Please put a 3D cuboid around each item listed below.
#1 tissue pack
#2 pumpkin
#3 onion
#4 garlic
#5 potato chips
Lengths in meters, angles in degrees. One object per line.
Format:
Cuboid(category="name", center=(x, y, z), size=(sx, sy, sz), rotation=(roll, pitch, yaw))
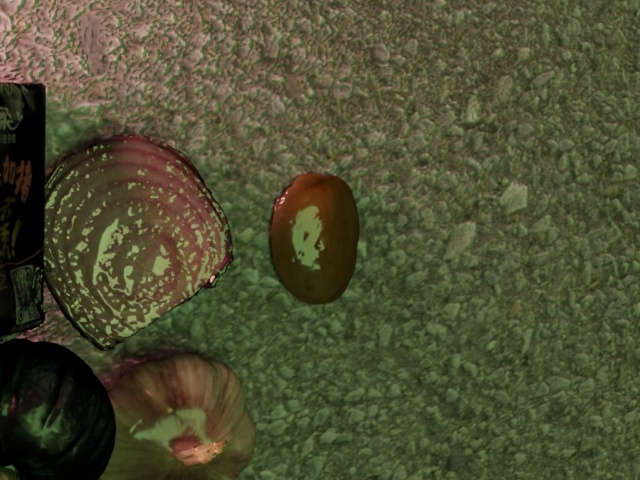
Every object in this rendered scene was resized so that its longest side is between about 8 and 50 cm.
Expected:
Cuboid(category="tissue pack", center=(-0.428, -0.033, 1.560), size=(0.245, 0.123, 0.332), rotation=(-21, 113, -68))
Cuboid(category="pumpkin", center=(-0.392, 0.261, 1.641), size=(0.248, 0.248, 0.248), rotation=(-9, 108, -27))
Cuboid(category="onion", center=(-0.261, -0.011, 1.738), size=(0.250, 0.111, 0.247), rotation=(-32, 94, -3))
Cuboid(category="garlic", center=(-0.186, 0.277, 1.776), size=(0.245, 0.253, 0.245), rotation=(-3, 97, -27))
Cuboid(category="potato chips", center=(0.000, 0.000, 1.915), size=(0.150, 0.049, 0.201), rotation=(-6, 101, -33))
